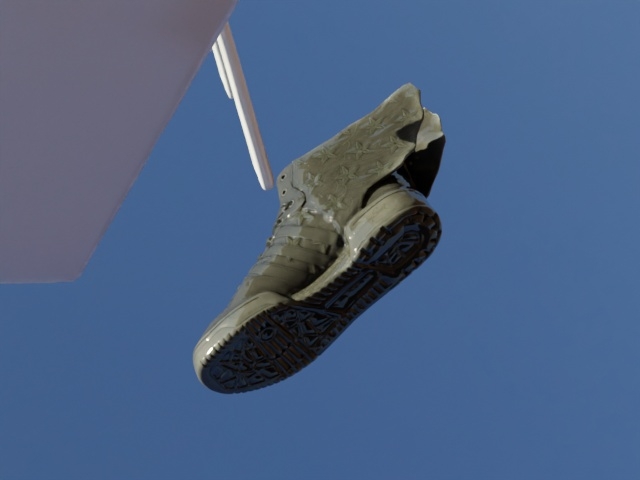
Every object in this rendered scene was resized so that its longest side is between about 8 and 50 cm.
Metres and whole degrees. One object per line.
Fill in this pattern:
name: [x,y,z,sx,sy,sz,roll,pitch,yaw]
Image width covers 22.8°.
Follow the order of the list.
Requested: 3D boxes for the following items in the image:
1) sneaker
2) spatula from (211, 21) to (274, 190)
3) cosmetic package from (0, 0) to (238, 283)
sneaker: [-0.001,-0.001,0.793,0.051,0.170,0.089,47,-172,-43]
spatula: [-0.064,-0.143,0.696,0.019,0.242,0.168,-18,-136,-5]
cosmetic package: [-0.067,-0.207,0.371,0.097,0.377,0.284,-1,-123,-32]
